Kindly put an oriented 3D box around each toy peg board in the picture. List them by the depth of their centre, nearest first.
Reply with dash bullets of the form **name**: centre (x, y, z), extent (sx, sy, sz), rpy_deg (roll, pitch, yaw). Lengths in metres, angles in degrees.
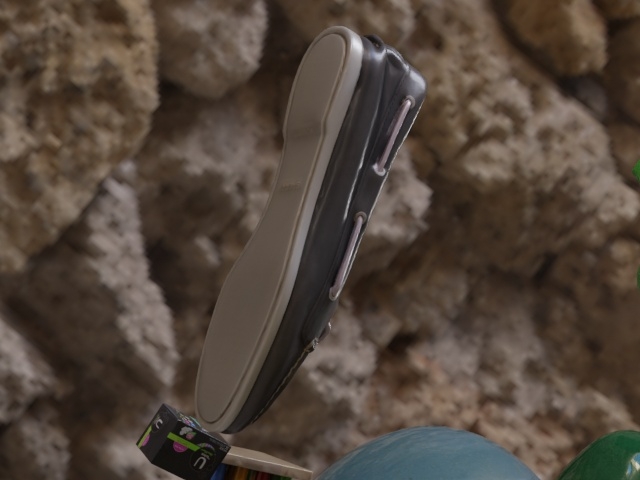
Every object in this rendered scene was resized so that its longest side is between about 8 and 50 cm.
- **toy peg board**: centre (-0.122, 0.331, 2.220), extent (0.160, 0.079, 0.161), rpy_deg (16, -5, -28)

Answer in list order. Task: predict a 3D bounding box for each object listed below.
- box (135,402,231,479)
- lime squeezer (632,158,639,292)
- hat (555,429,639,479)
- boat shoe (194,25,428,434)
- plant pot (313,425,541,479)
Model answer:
- **box**: centre (-0.159, 0.238, 1.855), extent (0.083, 0.062, 0.052), rpy_deg (32, 2, -33)
- **lime squeezer**: centre (0.306, 0.022, 1.194), extent (0.059, 0.110, 0.310), rpy_deg (58, -12, -27)
- **hat**: centre (0.176, 0.119, 0.818), extent (0.208, 0.173, 0.184), rpy_deg (48, -48, 47)
- **boat shoe**: centre (0.000, 0.000, 1.249), extent (0.095, 0.335, 0.112), rpy_deg (21, -6, -28)
- **plant pot**: centre (0.061, 0.317, 1.403), extent (0.290, 0.290, 0.195), rpy_deg (30, 15, 28)
